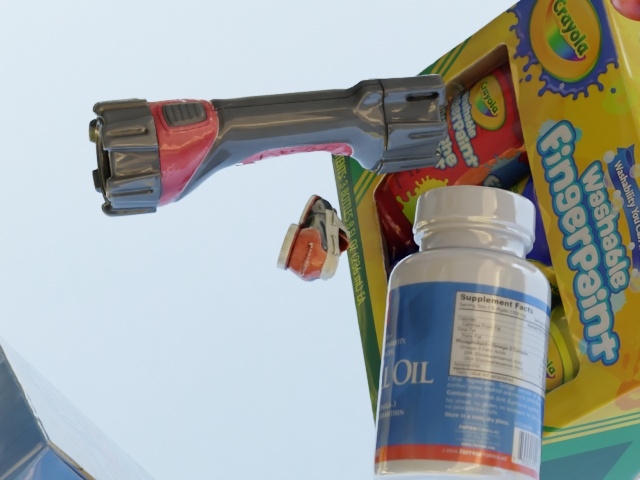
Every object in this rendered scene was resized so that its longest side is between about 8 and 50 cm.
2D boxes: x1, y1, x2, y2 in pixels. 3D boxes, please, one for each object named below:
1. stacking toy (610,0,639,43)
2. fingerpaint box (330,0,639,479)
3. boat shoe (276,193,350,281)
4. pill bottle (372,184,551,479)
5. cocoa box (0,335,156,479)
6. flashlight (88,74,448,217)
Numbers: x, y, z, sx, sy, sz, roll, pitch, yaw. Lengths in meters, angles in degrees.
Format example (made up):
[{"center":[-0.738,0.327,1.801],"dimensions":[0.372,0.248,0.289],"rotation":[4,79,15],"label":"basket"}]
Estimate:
[{"center":[0.217,-0.239,1.342],"dimensions":[0.141,0.141,0.330],"rotation":[-35,-120,24],"label":"stacking toy"},{"center":[0.209,0.012,1.787],"dimensions":[0.371,0.163,0.444],"rotation":[-33,-130,35],"label":"fingerpaint box"},{"center":[0.000,0.000,1.385],"dimensions":[0.137,0.043,0.049],"rotation":[-57,162,-76],"label":"boat shoe"},{"center":[0.107,0.078,1.396],"dimensions":[0.124,0.124,0.221],"rotation":[-15,-117,48],"label":"pill bottle"},{"center":[-0.197,0.238,1.208],"dimensions":[0.231,0.228,0.347],"rotation":[-45,-163,-5],"label":"cocoa box"},{"center":[-0.045,-0.084,1.644],"dimensions":[0.103,0.304,0.103],"rotation":[-168,-107,-73],"label":"flashlight"}]
